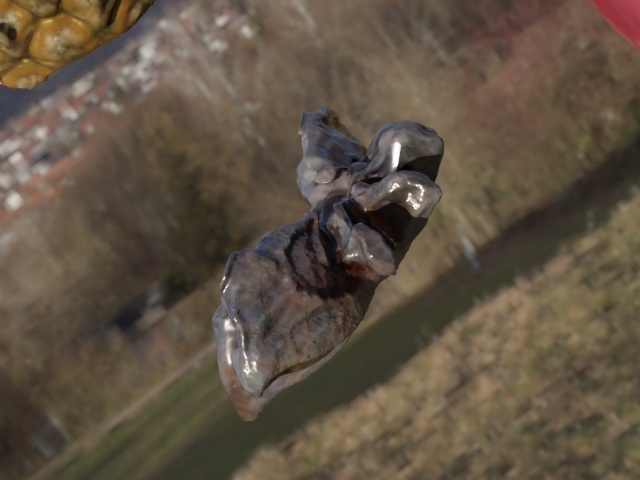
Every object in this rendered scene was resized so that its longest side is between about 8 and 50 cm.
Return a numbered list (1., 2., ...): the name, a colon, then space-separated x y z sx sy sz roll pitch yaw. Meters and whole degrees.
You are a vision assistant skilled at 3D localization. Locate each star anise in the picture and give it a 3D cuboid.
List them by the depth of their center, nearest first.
1. star anise: -0.002 0.004 1.135 0.257 0.111 0.198 -60 12 -24

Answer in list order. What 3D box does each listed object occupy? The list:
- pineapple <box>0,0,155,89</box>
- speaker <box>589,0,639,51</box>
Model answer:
1. pineapple: -0.216 -0.257 0.918 0.202 0.362 0.202 -15 43 15
2. speaker: 0.199 -0.171 0.560 0.294 0.294 0.294 -34 12 8
